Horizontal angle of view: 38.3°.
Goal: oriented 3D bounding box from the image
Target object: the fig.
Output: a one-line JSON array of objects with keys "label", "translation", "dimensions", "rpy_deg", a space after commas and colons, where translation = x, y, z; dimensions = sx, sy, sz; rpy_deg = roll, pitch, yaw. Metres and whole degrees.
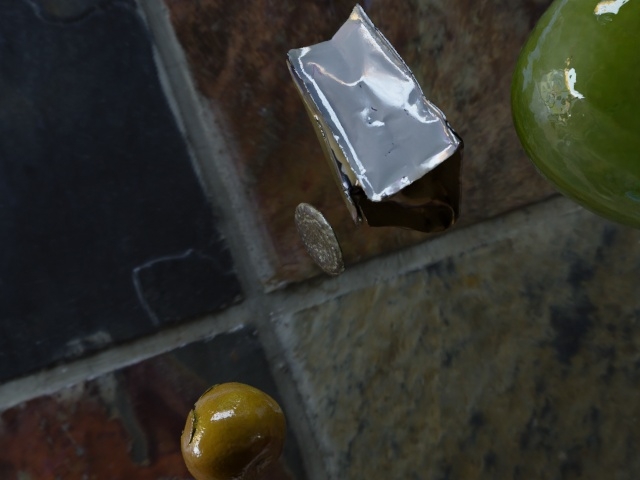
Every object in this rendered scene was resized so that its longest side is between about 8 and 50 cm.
[{"label": "fig", "translation": [0.349, -0.136, 0.903], "dimensions": [0.316, 0.316, 0.316], "rpy_deg": [0, 92, 5]}]

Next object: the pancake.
[{"label": "pancake", "translation": [-0.001, 0.001, 1.201], "dimensions": [0.011, 0.115, 0.115], "rpy_deg": [-28, 90, -20]}]

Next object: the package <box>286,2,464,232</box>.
[{"label": "package", "translation": [0.064, -0.160, 1.368], "dimensions": [0.165, 0.221, 0.311], "rpy_deg": [-24, 61, -8]}]

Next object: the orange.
[{"label": "orange", "translation": [-0.124, 0.271, 1.289], "dimensions": [0.154, 0.155, 0.134], "rpy_deg": [-48, 53, 5]}]
